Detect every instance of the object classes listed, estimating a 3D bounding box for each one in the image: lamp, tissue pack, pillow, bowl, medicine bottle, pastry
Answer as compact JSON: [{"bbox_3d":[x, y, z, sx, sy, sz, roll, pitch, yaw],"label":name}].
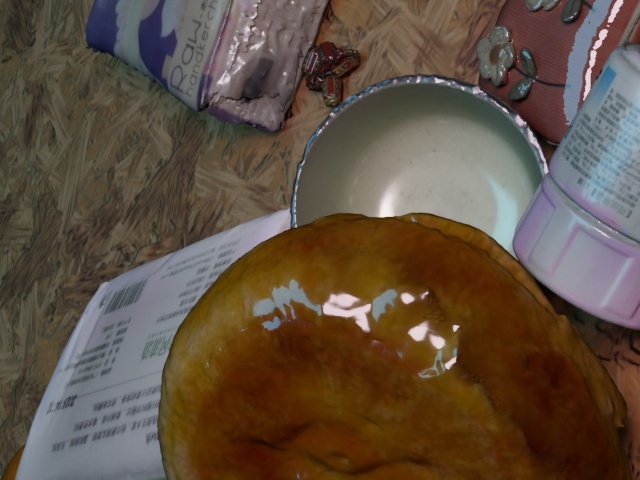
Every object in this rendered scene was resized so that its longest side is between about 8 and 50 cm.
[{"bbox_3d":[0.006,-0.171,1.650,0.063,0.031,0.083,-66,29,13],"label":"lamp"},{"bbox_3d":[-0.119,-0.274,1.794,0.343,0.125,0.242,34,107,56],"label":"tissue pack"},{"bbox_3d":[0.190,-0.169,1.319,0.171,0.075,0.179,37,108,56],"label":"pillow"},{"bbox_3d":[0.090,-0.025,1.340,0.211,0.112,0.211,0,89,16],"label":"bowl"},{"bbox_3d":[-0.098,0.144,1.491,0.356,0.194,0.266,-19,44,53],"label":"tissue pack"},{"bbox_3d":[0.224,-0.037,1.160,0.168,0.135,0.135,-64,34,19],"label":"medicine bottle"},{"bbox_3d":[0.051,0.141,1.180,0.356,0.356,0.164,-47,6,38],"label":"pastry"}]

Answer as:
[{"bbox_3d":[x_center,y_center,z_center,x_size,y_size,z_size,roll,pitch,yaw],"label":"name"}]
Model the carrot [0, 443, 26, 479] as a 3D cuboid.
[{"bbox_3d":[-0.271,0.368,1.819,0.258,0.100,0.307,-34,58,45],"label":"carrot"}]
